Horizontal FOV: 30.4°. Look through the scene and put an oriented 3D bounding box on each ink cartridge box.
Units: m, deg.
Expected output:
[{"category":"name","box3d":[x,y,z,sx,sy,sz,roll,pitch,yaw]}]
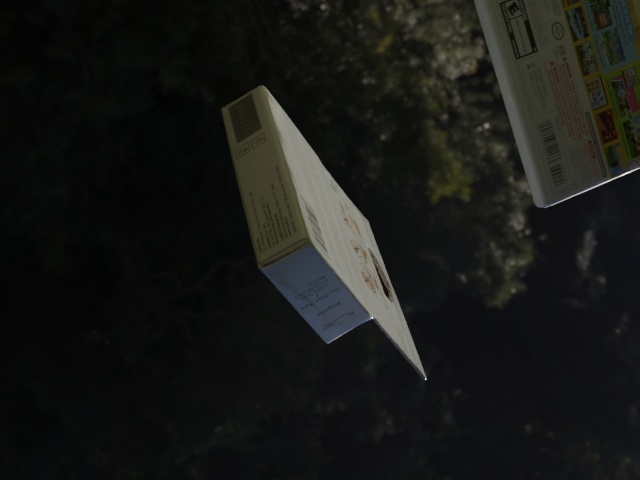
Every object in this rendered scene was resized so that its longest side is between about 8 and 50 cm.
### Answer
[{"category":"ink cartridge box","box3d":[0.000,0.000,1.224,0.060,0.239,0.275,-30,-141,10]}]

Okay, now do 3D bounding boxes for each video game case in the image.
[{"category":"video game case","box3d":[0.277,-0.174,1.197,0.206,0.227,0.026,-22,-168,-15]}]
